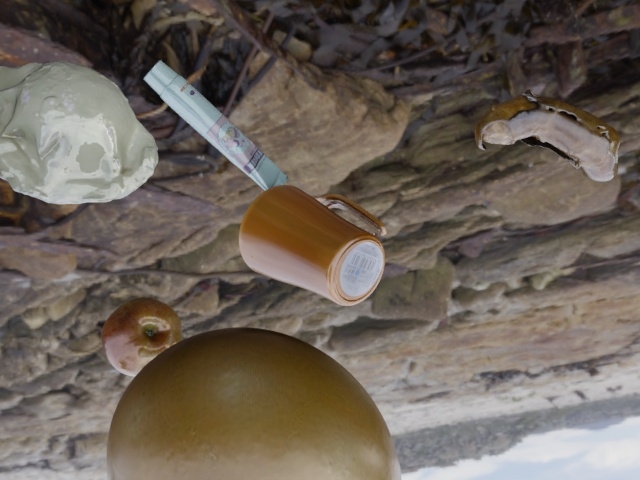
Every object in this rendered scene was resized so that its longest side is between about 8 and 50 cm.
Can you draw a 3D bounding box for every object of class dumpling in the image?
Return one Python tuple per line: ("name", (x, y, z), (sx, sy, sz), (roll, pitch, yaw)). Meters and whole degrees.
("dumpling", (-0.345, -0.140, 0.807), (0.258, 0.193, 0.147), (28, 148, -4))

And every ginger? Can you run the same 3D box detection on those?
("ginger", (0.450, -0.201, 1.158), (0.309, 0.133, 0.107), (15, -157, -4))

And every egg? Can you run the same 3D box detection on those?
("egg", (-0.063, 0.251, 0.672), (0.351, 0.283, 0.282), (41, 140, -19))

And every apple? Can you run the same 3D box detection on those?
("apple", (-0.276, 0.147, 0.942), (0.126, 0.126, 0.102), (-1, 157, -27))

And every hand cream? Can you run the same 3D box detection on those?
("hand cream", (-0.197, -0.209, 1.172), (0.058, 0.085, 0.331), (-34, 111, 32))

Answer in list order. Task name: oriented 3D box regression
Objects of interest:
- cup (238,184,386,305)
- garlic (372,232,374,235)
("cup", (0.000, 0.000, 1.115), (0.226, 0.182, 0.264), (-37, -141, -25))
("garlic", (0.017, 0.033, 1.560), (0.245, 0.145, 0.164), (-1, 141, -45))
